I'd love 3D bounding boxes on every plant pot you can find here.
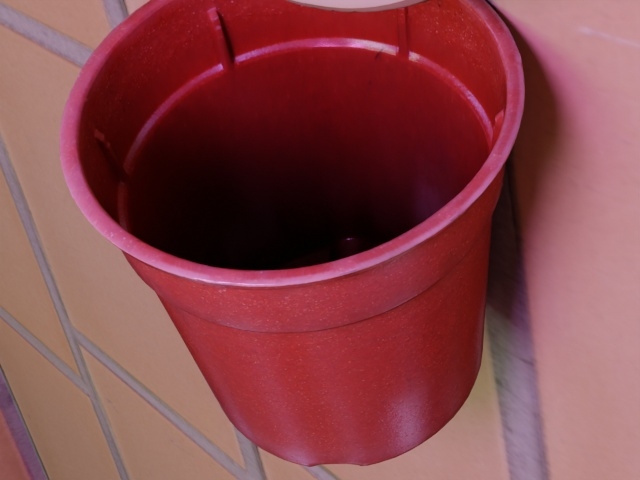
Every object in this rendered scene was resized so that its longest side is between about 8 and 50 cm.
[{"bbox_3d":[0.000,0.000,0.872,0.272,0.272,0.265,40,157,34],"label":"plant pot"}]

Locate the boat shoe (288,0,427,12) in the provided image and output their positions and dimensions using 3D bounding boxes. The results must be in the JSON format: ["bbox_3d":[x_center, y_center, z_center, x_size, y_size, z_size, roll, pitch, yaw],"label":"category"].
[{"bbox_3d":[0.082,-0.188,0.667,0.341,0.122,0.110,5,119,48],"label":"boat shoe"}]
